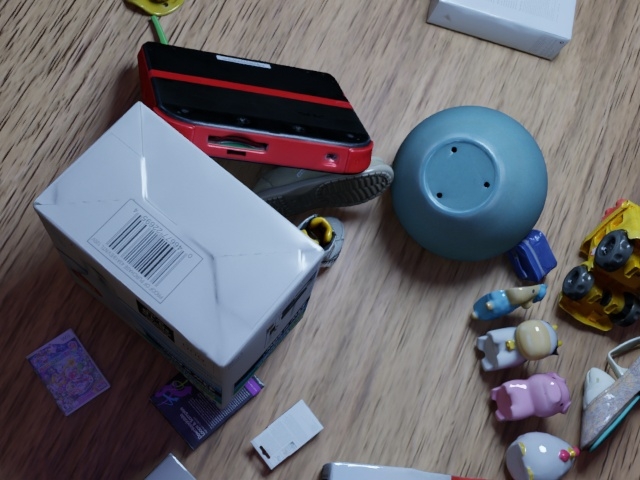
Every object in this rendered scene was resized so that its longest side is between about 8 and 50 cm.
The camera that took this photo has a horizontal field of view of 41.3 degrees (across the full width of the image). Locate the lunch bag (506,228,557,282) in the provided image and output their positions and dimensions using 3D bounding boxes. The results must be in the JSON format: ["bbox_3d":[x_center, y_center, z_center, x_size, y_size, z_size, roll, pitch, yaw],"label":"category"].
[{"bbox_3d":[0.395,0.034,1.605,0.065,0.067,0.098,-35,107,-19],"label":"lunch bag"}]

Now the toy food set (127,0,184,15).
[{"bbox_3d":[-0.330,-0.545,1.636,0.128,0.071,0.218,-13,76,-15],"label":"toy food set"}]

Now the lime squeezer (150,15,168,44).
[{"bbox_3d":[-0.302,-0.278,1.581,0.110,0.059,0.310,4,70,24],"label":"lime squeezer"}]

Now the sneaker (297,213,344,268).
[{"bbox_3d":[0.000,0.000,1.484,0.088,0.225,0.093,42,115,3],"label":"sneaker"}]

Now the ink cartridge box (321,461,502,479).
[{"bbox_3d":[0.182,0.541,1.405,0.385,0.091,0.308,7,72,-8],"label":"ink cartridge box"}]

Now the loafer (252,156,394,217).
[{"bbox_3d":[-0.003,-0.112,1.528,0.268,0.102,0.092,-11,59,8],"label":"loafer"}]

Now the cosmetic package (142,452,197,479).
[{"bbox_3d":[-0.287,0.449,1.318,0.107,0.127,0.238,43,69,4],"label":"cosmetic package"}]

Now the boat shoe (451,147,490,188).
[{"bbox_3d":[0.293,-0.132,1.629,0.258,0.089,0.109,36,70,1],"label":"boat shoe"}]

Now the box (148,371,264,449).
[{"bbox_3d":[-0.193,0.259,1.445,0.162,0.029,0.116,-40,83,-21],"label":"box"}]

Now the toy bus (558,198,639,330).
[{"bbox_3d":[0.557,0.029,1.603,0.149,0.220,0.211,27,39,-15],"label":"toy bus"}]

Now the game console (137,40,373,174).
[{"bbox_3d":[-0.117,-0.234,1.479,0.386,0.060,0.342,6,31,-21],"label":"game console"}]

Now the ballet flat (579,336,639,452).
[{"bbox_3d":[0.557,0.264,1.572,0.316,0.107,0.106,-34,63,-24],"label":"ballet flat"}]

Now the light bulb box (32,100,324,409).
[{"bbox_3d":[-0.209,0.042,1.314,0.358,0.361,0.225,39,70,9],"label":"light bulb box"}]

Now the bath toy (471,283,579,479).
[{"bbox_3d":[0.379,0.257,1.502,0.129,0.151,0.348,-6,78,-18],"label":"bath toy"}]

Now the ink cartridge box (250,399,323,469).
[{"bbox_3d":[-0.059,0.332,1.450,0.115,0.029,0.063,-36,84,-18],"label":"ink cartridge box"}]

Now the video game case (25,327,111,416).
[{"bbox_3d":[-0.421,0.220,1.419,0.087,0.011,0.122,-34,83,-18],"label":"video game case"}]

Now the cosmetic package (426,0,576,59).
[{"bbox_3d":[0.400,-0.598,1.788,0.284,0.097,0.377,16,71,-8],"label":"cosmetic package"}]

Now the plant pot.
[{"bbox_3d":[0.253,-0.106,1.496,0.290,0.195,0.290,0,90,14],"label":"plant pot"}]
